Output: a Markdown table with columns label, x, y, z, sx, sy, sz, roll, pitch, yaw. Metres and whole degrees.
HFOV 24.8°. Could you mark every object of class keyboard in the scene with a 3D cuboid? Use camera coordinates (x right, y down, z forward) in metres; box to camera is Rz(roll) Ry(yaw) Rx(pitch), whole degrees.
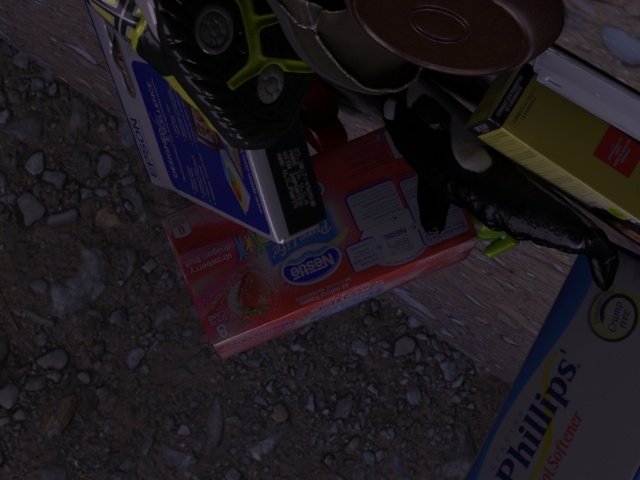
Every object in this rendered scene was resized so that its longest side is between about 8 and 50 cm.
| label | x | y | z | sx | sy | sz | roll | pitch | yaw |
| --- | --- | --- | --- | --- | --- | --- | --- | --- | --- |
| keyboard | 0.274 | -0.076 | 1.099 | 0.256 | 0.014 | 0.072 | 31 | 169 | 8 |

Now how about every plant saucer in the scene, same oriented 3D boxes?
| label | x | y | z | sx | sy | sz | roll | pitch | yaw |
| --- | --- | --- | --- | --- | --- | --- | --- | --- | --- |
| plant saucer | 0.086 | -0.162 | 1.026 | 0.168 | 0.029 | 0.168 | 18 | 160 | 7 |

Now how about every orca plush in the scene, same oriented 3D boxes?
| label | x | y | z | sx | sy | sz | roll | pitch | yaw |
| --- | --- | --- | --- | --- | --- | --- | --- | --- | --- |
| orca plush | 0.141 | -0.039 | 1.305 | 0.287 | 0.102 | 0.151 | 41 | -164 | 20 |

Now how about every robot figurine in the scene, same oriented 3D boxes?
| label | x | y | z | sx | sy | sz | roll | pitch | yaw |
| --- | --- | --- | --- | --- | --- | --- | --- | --- | --- |
| robot figurine | 0.183 | -0.034 | 1.598 | 0.101 | 0.067 | 0.115 | 62 | 174 | 1 |

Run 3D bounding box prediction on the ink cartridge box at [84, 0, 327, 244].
| label | x | y | z | sx | sy | sz | roll | pitch | yaw |
| --- | --- | --- | --- | --- | --- | --- | --- | --- | --- |
| ink cartridge box | -0.125 | -0.172 | 1.384 | 0.307 | 0.072 | 0.303 | 27 | 139 | 59 |

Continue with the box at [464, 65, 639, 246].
| label | x | y | z | sx | sy | sz | roll | pitch | yaw |
| --- | --- | --- | --- | --- | --- | --- | --- | --- | --- |
| box | 0.237 | -0.056 | 1.209 | 0.232 | 0.058 | 0.087 | 34 | 174 | -5 |

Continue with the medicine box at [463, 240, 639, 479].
| label | x | y | z | sx | sy | sz | roll | pitch | yaw |
| --- | --- | --- | --- | --- | --- | --- | --- | --- | --- |
| medicine box | 0.297 | 0.157 | 1.393 | 0.149 | 0.263 | 0.289 | 28 | -175 | 27 |

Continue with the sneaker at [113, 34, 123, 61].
| label | x | y | z | sx | sy | sz | roll | pitch | yaw |
| --- | --- | --- | --- | --- | --- | --- | --- | --- | --- |
| sneaker | -0.186 | -0.246 | 1.846 | 0.066 | 0.071 | 0.188 | 10 | 179 | 34 |

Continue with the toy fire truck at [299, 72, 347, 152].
| label | x | y | z | sx | sy | sz | roll | pitch | yaw |
| --- | --- | --- | --- | --- | --- | --- | --- | --- | --- |
| toy fire truck | -0.114 | -0.176 | 1.648 | 0.254 | 0.169 | 0.302 | 51 | 177 | 11 |

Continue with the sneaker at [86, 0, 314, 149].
| label | x | y | z | sx | sy | sz | roll | pitch | yaw |
| --- | --- | --- | --- | --- | --- | --- | --- | --- | --- |
| sneaker | -0.138 | -0.232 | 1.148 | 0.147 | 0.145 | 0.384 | 8 | 140 | 50 |

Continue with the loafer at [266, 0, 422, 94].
| label | x | y | z | sx | sy | sz | roll | pitch | yaw |
| --- | --- | --- | --- | --- | --- | --- | --- | --- | --- |
| loafer | 0.014 | -0.186 | 1.124 | 0.087 | 0.094 | 0.251 | 32 | 175 | 44 |

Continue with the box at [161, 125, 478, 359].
| label | x | y | z | sx | sy | sz | roll | pitch | yaw |
| --- | --- | --- | --- | --- | --- | --- | --- | --- | --- |
| box | 0.000 | 0.000 | 1.557 | 0.142 | 0.300 | 0.154 | 88 | 158 | -79 |
